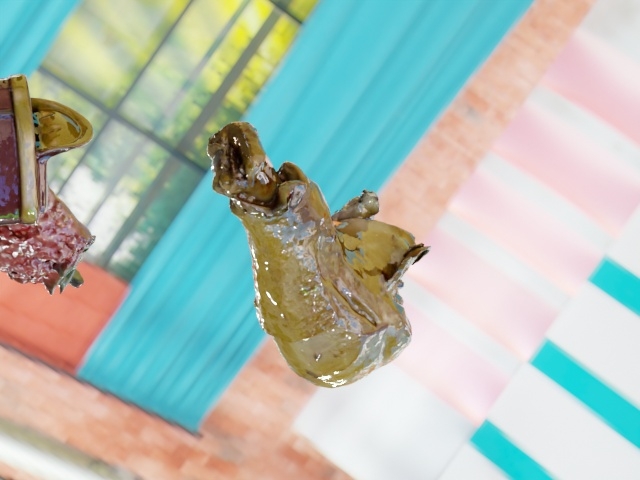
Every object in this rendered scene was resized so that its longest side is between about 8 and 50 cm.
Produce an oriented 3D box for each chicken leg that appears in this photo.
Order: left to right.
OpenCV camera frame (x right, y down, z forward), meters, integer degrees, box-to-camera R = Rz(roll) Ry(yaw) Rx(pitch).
[{"bbox_3d":[-0.002,0.003,0.719,0.085,0.101,0.207,43,169,38],"label":"chicken leg"}]

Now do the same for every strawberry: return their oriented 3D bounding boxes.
[{"bbox_3d":[-0.269,-0.020,1.174,0.140,0.085,0.192,43,166,11],"label":"strawberry"}]

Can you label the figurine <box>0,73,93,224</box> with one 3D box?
[{"bbox_3d":[-0.199,-0.060,0.715,0.154,0.098,0.082,-6,-162,-14],"label":"figurine"}]
